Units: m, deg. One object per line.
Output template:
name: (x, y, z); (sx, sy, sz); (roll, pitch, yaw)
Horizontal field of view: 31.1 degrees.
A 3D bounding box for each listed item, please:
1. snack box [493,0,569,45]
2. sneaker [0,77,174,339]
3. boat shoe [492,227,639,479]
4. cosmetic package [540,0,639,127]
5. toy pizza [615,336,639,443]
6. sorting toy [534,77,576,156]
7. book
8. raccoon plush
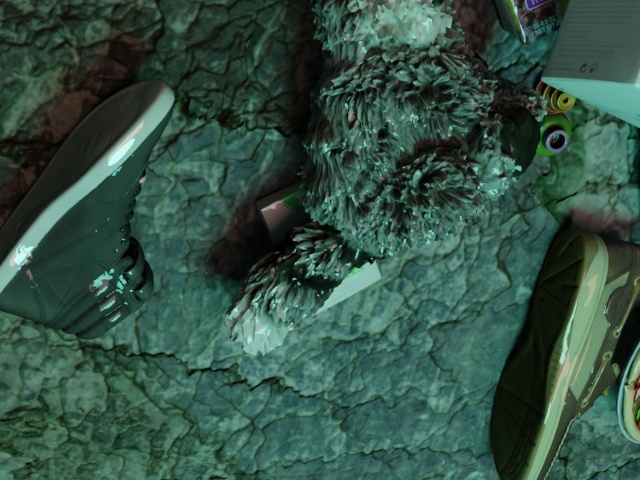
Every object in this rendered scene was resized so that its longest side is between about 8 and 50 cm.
snack box: (0.234, -0.322, 1.117); (0.174, 0.070, 0.207); (-27, 119, -2)
sneaker: (-0.203, -0.022, 1.133); (0.147, 0.105, 0.296); (32, 110, -29)
boat shoe: (0.301, 0.153, 1.359); (0.123, 0.123, 0.342); (7, 108, -18)
cosmetic package: (0.361, -0.212, 1.066); (0.224, 0.138, 0.225); (19, 90, -29)
toy pizza: (0.438, 0.163, 1.410); (0.201, 0.032, 0.201); (-18, 122, -32)
sorting toy: (0.250, -0.130, 1.237); (0.061, 0.042, 0.102); (-10, 119, -11)
book: (0.000, 0.000, 1.242); (0.096, 0.035, 0.144); (-26, 119, -6)
raccoon plush: (0.000, -0.113, 1.070); (0.446, 0.216, 0.299); (-47, 113, 2)
